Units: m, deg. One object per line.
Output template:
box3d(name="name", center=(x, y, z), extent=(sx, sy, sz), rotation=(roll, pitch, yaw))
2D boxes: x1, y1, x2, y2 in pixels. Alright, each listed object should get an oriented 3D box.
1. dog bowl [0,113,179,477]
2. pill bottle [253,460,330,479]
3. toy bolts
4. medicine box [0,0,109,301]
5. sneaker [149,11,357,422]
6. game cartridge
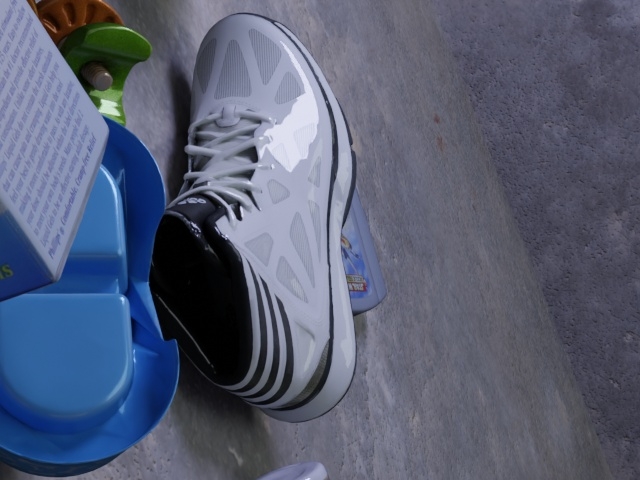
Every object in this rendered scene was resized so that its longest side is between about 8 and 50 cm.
box3d(name="dog bowl", center=(-0.198, 0.041, 1.192), extent=(0.074, 0.166, 0.297), rotation=(115, -29, -57))
box3d(name="pill bottle", center=(-0.012, 0.309, 1.547), extent=(0.169, 0.094, 0.094), rotation=(69, 19, -5))
box3d(name="toy bolts", center=(-0.235, -0.231, 1.336), extent=(0.218, 0.228, 0.158), rotation=(13, 19, -37))
box3d(name="medicine box", center=(-0.304, -0.086, 0.838), extent=(0.289, 0.264, 0.149), rotation=(59, 22, -32))
box3d(name="sneaker", center=(-0.078, -0.055, 1.582), extent=(0.257, 0.169, 0.447), rotation=(33, 45, -64))
box3d(name="game cartridge", center=(0.000, 0.000, 1.934), extent=(0.297, 0.062, 0.198), rotation=(6, 63, -70))
